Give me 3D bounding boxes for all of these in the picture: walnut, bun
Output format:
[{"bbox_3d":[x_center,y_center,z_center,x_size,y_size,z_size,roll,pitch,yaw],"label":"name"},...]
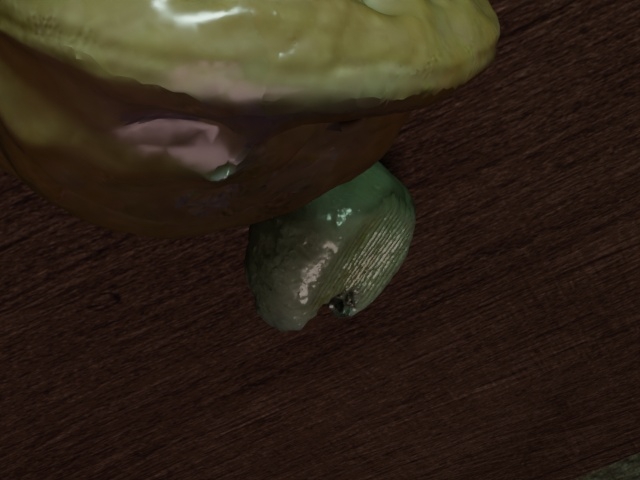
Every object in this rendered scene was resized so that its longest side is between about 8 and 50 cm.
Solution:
[{"bbox_3d":[-0.072,-0.183,0.979,0.384,0.383,0.383,-15,151,-8],"label":"walnut"},{"bbox_3d":[0.000,0.000,1.528,0.204,0.126,0.212,-47,156,-4],"label":"bun"}]
